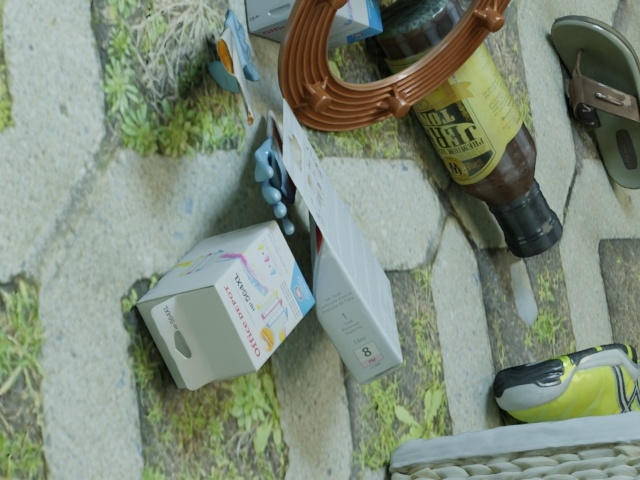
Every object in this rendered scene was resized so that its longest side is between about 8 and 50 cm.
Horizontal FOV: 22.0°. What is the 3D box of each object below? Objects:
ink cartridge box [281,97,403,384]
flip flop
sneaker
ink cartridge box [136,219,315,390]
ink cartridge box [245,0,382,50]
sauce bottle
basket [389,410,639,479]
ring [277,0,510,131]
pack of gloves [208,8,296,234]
[{"bbox_3d":[0.000,0.000,1.580,0.232,0.066,0.189,55,12,-20],"label":"ink cartridge box"},{"bbox_3d":[0.394,-0.186,2.288,0.080,0.112,0.277,-41,118,-39],"label":"flip flop"},{"bbox_3d":[0.342,0.214,1.996,0.385,0.145,0.147,13,66,-53],"label":"sneaker"},{"bbox_3d":[-0.086,0.061,1.453,0.092,0.090,0.143,64,33,-17],"label":"ink cartridge box"},{"bbox_3d":[-0.007,-0.237,1.694,0.122,0.088,0.052,7,72,-55],"label":"ink cartridge box"},{"bbox_3d":[0.183,-0.131,1.921,0.344,0.111,0.111,57,37,-23],"label":"sauce bottle"},{"bbox_3d":[0.254,0.373,1.626,0.328,0.331,0.266,51,42,-33],"label":"basket"},{"bbox_3d":[0.098,-0.239,1.674,0.032,0.336,0.337,47,22,27],"label":"ring"},{"bbox_3d":[-0.072,-0.110,1.539,0.232,0.046,0.195,-91,163,-74],"label":"pack of gloves"}]
